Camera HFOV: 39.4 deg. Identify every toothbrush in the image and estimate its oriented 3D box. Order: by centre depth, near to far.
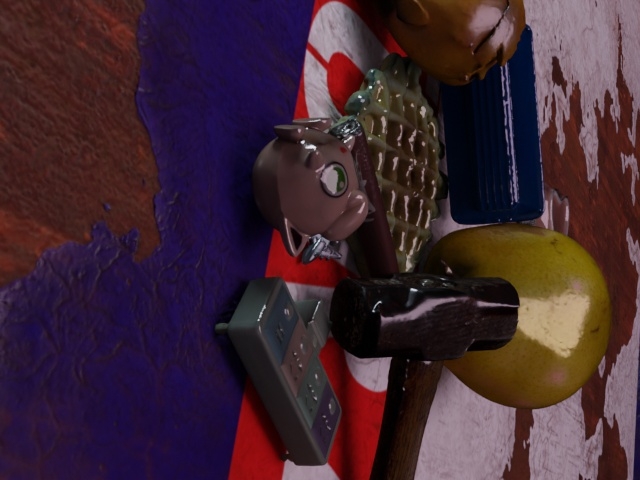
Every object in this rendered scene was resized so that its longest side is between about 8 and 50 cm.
[{"bbox_3d":[0.073,0.015,1.099,0.041,0.041,0.364,-58,141,-44],"label":"toothbrush"}]

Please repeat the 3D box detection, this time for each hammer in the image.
[{"bbox_3d":[0.107,0.240,1.108,0.242,0.095,0.408,4,100,-33],"label":"hammer"}]

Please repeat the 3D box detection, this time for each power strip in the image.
[{"bbox_3d":[-0.032,0.129,0.992,0.145,0.061,0.215,-65,143,-49],"label":"power strip"}]

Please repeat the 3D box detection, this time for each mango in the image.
[{"bbox_3d":[0.159,-0.339,1.186,0.152,0.201,0.287,94,-22,-74],"label":"mango"}]

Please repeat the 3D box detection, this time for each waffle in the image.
[{"bbox_3d":[0.097,-0.093,1.215,0.309,0.056,0.291,-56,136,-42],"label":"waffle"}]

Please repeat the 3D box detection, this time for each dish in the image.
[{"bbox_3d":[0.438,-0.049,1.782,0.213,0.090,0.213,2,88,-60],"label":"dish"}]

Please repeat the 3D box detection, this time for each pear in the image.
[{"bbox_3d":[0.286,0.109,1.325,0.336,0.285,0.285,7,83,-63],"label":"pear"}]

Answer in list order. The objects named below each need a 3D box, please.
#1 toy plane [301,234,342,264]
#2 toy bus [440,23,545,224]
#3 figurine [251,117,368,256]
[{"bbox_3d":[0.000,0.000,1.069,0.078,0.031,0.083,55,39,-22],"label":"toy plane"},{"bbox_3d":[0.265,-0.172,1.363,0.175,0.138,0.287,-12,98,-75],"label":"toy bus"},{"bbox_3d":[-0.012,-0.061,0.956,0.125,0.125,0.138,-24,108,-58],"label":"figurine"}]
